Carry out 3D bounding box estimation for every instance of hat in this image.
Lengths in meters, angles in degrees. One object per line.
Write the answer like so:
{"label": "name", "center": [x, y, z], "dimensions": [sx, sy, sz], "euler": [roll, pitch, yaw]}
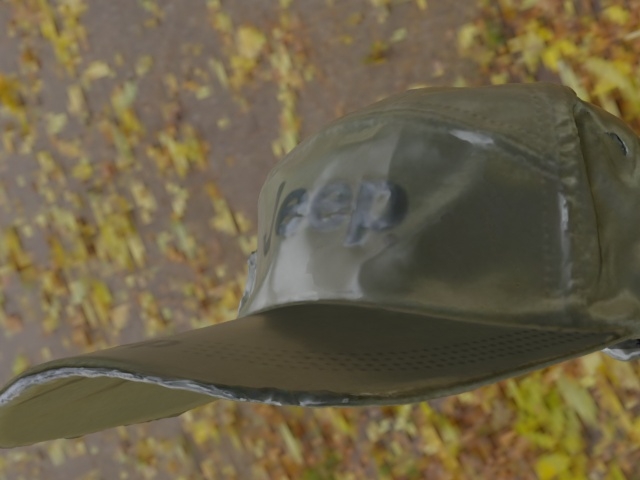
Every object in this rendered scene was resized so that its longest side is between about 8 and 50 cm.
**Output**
{"label": "hat", "center": [0.000, 0.000, 0.649], "dimensions": [0.214, 0.244, 0.149], "euler": [-11, 75, 37]}
